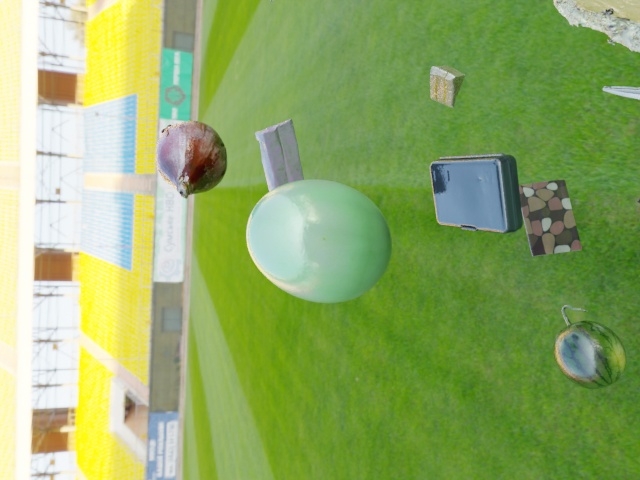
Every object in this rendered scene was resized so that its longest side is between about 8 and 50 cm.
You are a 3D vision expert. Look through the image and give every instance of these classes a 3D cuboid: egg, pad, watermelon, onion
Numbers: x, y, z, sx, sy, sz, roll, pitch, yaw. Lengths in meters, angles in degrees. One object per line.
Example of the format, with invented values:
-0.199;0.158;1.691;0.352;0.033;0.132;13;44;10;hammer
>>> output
0.000;0.000;0.899;0.220;0.270;0.220;-40;39;44;egg
0.715;-0.073;1.562;0.003;0.158;0.234;82;180;-78;pad
0.588;0.234;1.110;0.140;0.141;0.187;118;140;-54;watermelon
-0.275;-0.160;1.060;0.194;0.160;0.159;-98;19;-47;onion

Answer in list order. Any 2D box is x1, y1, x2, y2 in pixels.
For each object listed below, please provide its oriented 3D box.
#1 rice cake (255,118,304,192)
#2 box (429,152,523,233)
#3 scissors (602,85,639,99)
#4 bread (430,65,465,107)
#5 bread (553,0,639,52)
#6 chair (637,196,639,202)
-0.096;-0.170;1.355;0.050;0.106;0.297;15;123;52;rice cake
0.322;-0.101;1.056;0.230;0.050;0.160;16;119;65;box
0.654;-0.287;0.983;0.176;0.022;0.085;20;104;28;scissors
0.340;-0.427;1.390;0.152;0.077;0.105;-33;-33;-56;bread
0.512;-0.378;0.789;0.251;0.182;0.039;49;169;34;bread
0.843;-0.146;1.150;0.145;0.140;0.221;-49;-29;-50;chair
